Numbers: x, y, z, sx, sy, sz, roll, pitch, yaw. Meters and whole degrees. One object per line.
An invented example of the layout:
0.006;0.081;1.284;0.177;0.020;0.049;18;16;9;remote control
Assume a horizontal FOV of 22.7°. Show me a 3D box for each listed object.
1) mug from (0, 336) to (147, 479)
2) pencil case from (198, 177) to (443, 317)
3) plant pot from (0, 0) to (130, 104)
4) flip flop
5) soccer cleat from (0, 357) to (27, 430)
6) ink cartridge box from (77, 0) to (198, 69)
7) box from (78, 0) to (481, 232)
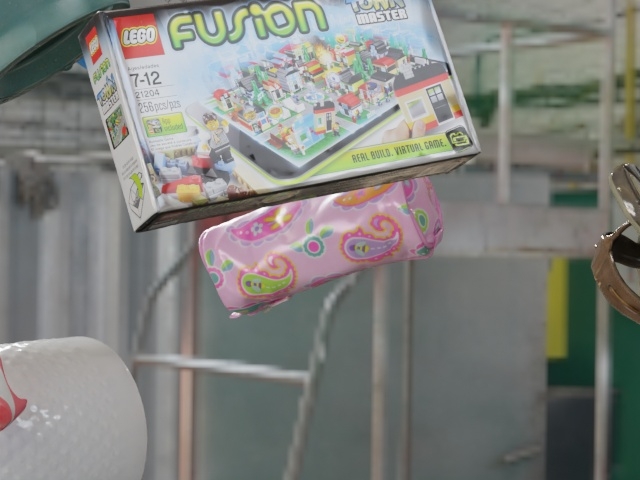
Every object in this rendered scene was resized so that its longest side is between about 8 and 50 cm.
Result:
-0.439;0.327;2.220;0.328;0.374;0.276;-3;-21;-46;mug
0.000;0.000;1.863;0.284;0.124;0.124;-20;-8;21;pencil case
-0.296;-0.245;1.457;0.293;0.196;0.293;-35;-1;0;plant pot
0.290;0.033;1.456;0.080;0.112;0.277;-20;-31;3;flip flop
-0.457;0.129;1.986;0.083;0.248;0.095;-33;-4;38;soccer cleat
-0.155;-0.370;1.691;0.285;0.395;0.166;34;19;-24;ink cartridge box
-0.019;-0.079;0.877;0.207;0.114;0.036;-12;-11;-30;box
